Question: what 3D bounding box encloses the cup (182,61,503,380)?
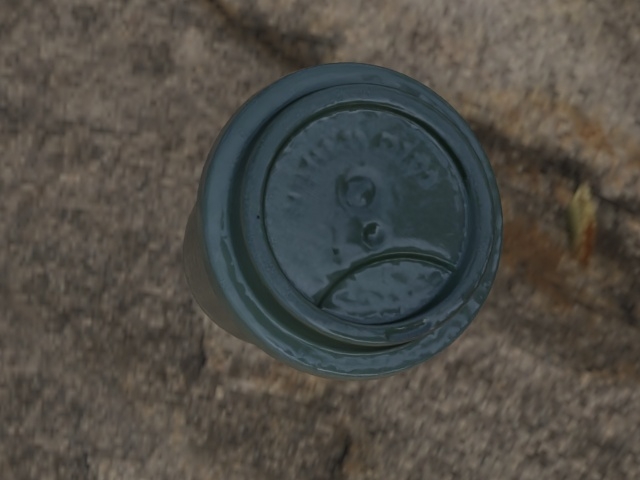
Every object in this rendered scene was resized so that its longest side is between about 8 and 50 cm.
[{"bbox_3d":[0.000,0.000,0.704,0.120,0.141,0.120,3,80,-15],"label":"cup"}]
